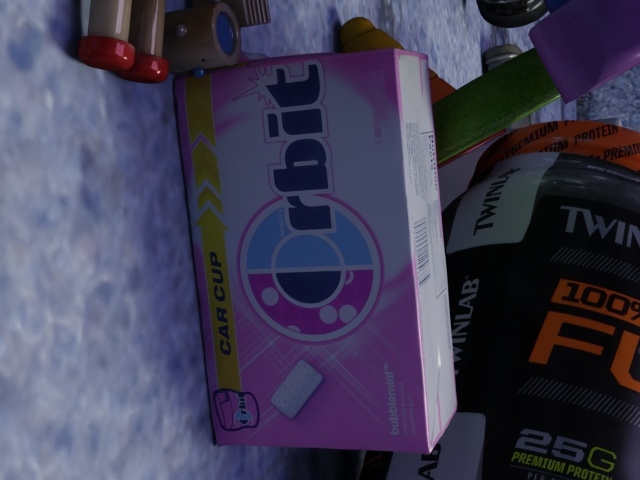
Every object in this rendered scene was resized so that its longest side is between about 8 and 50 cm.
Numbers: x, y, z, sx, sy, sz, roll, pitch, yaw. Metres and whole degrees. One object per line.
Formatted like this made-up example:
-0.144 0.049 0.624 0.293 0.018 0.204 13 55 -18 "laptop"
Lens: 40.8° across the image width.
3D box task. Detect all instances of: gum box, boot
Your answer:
0.000 0.000 0.410 0.062 0.107 0.188 -23 109 -68 "gum box"
0.276 -0.148 1.194 0.190 0.076 0.208 9 71 -54 "boot"

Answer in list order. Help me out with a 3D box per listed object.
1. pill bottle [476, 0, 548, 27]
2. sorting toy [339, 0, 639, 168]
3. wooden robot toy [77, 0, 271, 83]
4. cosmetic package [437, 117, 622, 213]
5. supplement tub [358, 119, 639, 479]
0.204 -0.349 0.968 0.219 0.123 0.122 56 37 -53 "pill bottle"
0.071 -0.111 0.488 0.126 0.127 0.365 62 -11 0 "sorting toy"
-0.048 -0.104 0.339 0.173 0.079 0.076 2 85 -68 "wooden robot toy"
0.184 -0.023 0.786 0.151 0.184 0.151 -32 116 -66 "cosmetic package"
0.146 0.101 0.555 0.207 0.207 0.338 60 41 -50 "supplement tub"
